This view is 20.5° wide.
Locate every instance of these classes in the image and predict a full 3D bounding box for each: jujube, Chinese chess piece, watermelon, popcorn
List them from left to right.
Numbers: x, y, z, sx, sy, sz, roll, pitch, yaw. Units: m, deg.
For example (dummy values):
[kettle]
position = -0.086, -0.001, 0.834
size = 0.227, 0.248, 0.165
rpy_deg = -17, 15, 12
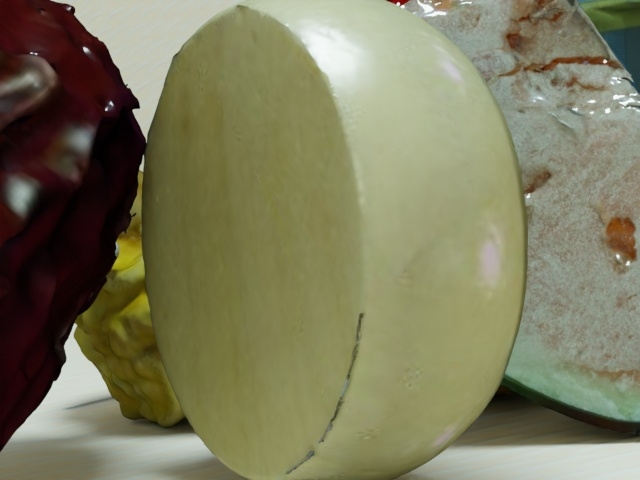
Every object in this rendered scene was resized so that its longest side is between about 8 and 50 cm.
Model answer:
[jujube]
position = -0.227, 0.003, 0.886
size = 0.258, 0.258, 0.376
rpy_deg = -5, 32, 15
[popcorn]
position = -0.094, 0.045, 1.139
size = 0.194, 0.163, 0.140
rpy_deg = 31, 65, 32
[Chinese chess piece]
position = 0.000, 0.000, 0.883
size = 0.097, 0.251, 0.251
rpy_deg = -2, 3, -31
[watermelon]
position = 0.154, -0.013, 0.968
size = 0.224, 0.305, 0.180
rpy_deg = -29, -14, -31

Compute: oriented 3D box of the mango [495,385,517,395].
[mango]
position = 0.070, 0.054, 1.090
size = 0.115, 0.090, 0.178
rpy_deg = 1, 8, -39

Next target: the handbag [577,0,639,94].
[handbag]
position = 0.129, -0.053, 1.303
size = 0.263, 0.241, 0.222
rpy_deg = -10, 7, -16

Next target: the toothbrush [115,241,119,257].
[toothbrush]
position = -0.255, -0.039, 1.096
size = 0.288, 0.024, 0.026
rpy_deg = 21, -28, 10

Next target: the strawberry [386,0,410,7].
[strawberry]
position = 0.175, -0.109, 1.677
size = 0.295, 0.317, 0.345
rpy_deg = 6, 25, -2
